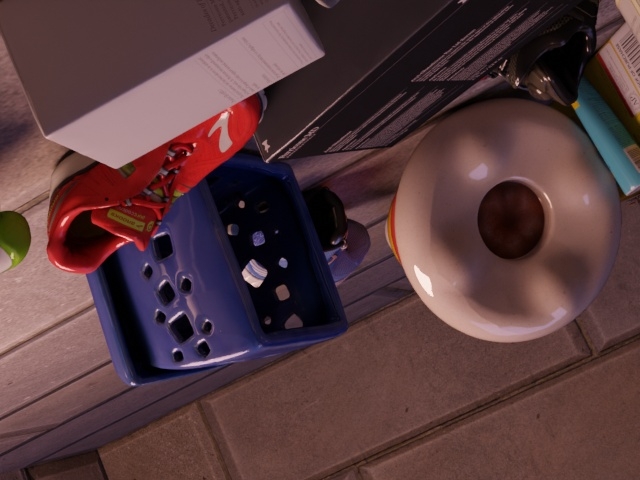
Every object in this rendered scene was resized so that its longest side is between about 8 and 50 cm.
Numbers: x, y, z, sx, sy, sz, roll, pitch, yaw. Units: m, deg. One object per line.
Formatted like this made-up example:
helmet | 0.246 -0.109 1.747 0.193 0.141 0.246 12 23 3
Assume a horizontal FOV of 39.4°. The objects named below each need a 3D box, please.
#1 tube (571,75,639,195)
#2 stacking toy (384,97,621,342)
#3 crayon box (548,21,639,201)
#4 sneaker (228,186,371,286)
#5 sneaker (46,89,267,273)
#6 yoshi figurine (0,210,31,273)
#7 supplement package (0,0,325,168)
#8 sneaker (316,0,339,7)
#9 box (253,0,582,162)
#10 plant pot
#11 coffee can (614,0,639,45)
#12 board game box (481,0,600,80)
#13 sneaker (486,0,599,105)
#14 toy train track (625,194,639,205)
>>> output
tube | 0.403 -0.163 1.274 0.052 0.207 0.080 -37 163 32
stacking toy | 0.225 -0.033 1.466 0.350 0.351 0.480 -22 -174 -13
crayon box | 0.462 -0.185 1.320 0.081 0.202 0.318 -21 169 -16
sneaker | 0.000 0.000 1.366 0.147 0.130 0.330 -28 168 28
sneaker | -0.149 -0.052 0.795 0.107 0.118 0.279 30 132 -32
yoshi figurine | -0.412 0.087 0.785 0.362 0.203 0.203 -33 159 20
supplement package | -0.106 -0.141 0.605 0.179 0.105 0.105 -27 169 8
sneaker | 0.044 -0.245 0.555 0.095 0.090 0.235 -34 176 -24
box | 0.069 -0.180 0.796 0.184 0.103 0.261 -15 165 -46
plant pot | -0.134 0.043 1.054 0.212 0.236 0.236 -24 170 23
coffee can | 0.326 -0.225 0.693 0.201 0.275 0.201 -24 168 -6
board game box | 0.254 -0.264 0.984 0.145 0.027 0.281 -24 168 -11
sneaker | 0.181 -0.182 0.887 0.087 0.130 0.227 9 162 -34
toy train track | 0.502 -0.062 1.409 0.048 0.014 0.083 -25 172 2
